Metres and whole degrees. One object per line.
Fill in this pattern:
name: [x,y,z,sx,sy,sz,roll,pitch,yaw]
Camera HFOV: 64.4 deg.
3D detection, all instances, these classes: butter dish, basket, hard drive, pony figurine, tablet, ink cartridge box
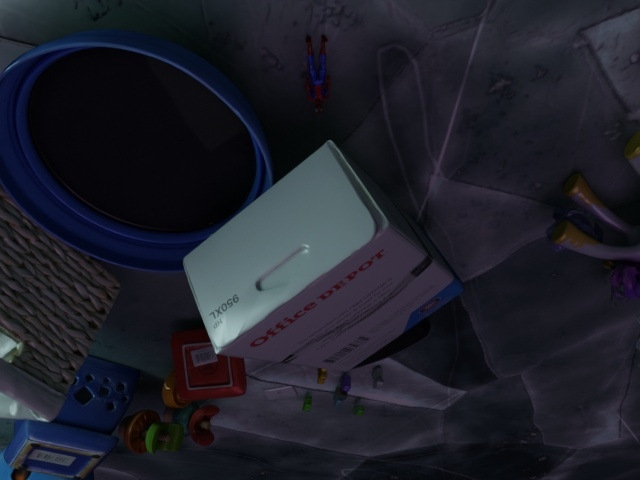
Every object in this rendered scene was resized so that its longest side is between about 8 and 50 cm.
butter dish: [-0.244,0.268,1.162,0.160,0.118,0.160,-6,94,4]
basket: [-0.570,0.096,0.808,0.331,0.267,0.328,-6,137,27]
hard drive: [0.114,0.217,1.174,0.254,0.054,0.172,-28,130,21]
pony figurine: [0.593,0.010,0.894,0.363,0.303,0.351,26,120,-7]
tablet: [-0.109,0.415,1.382,0.083,0.006,0.054,-12,133,7]
ink cartridge box: [0.029,0.058,0.814,0.285,0.166,0.395,-38,150,13]

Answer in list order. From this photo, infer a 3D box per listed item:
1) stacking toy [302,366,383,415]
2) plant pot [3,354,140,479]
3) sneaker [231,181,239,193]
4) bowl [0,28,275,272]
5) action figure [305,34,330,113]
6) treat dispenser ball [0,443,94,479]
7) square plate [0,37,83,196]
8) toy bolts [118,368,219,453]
stacking toy: [0.055,0.397,1.351,0.166,0.052,0.221,9,134,-11]
plant pot: [-0.597,0.423,1.212,0.235,0.212,0.236,26,128,-26]
sneaker: [-0.140,-0.168,0.785,0.082,0.069,0.209,-30,129,-1]
bowl: [-0.258,-0.110,0.731,0.390,0.077,0.391,1,135,1]
action figure: [-0.004,-0.238,0.747,0.038,0.030,0.115,-7,136,-4]
treat dispenser ball: [-0.778,0.682,1.396,0.287,0.288,0.288,-2,134,-2]
square plate: [-0.412,-0.130,0.806,0.343,0.049,0.347,10,133,-13]
toy bolts: [-0.384,0.431,1.304,0.158,0.219,0.228,2,162,31]
